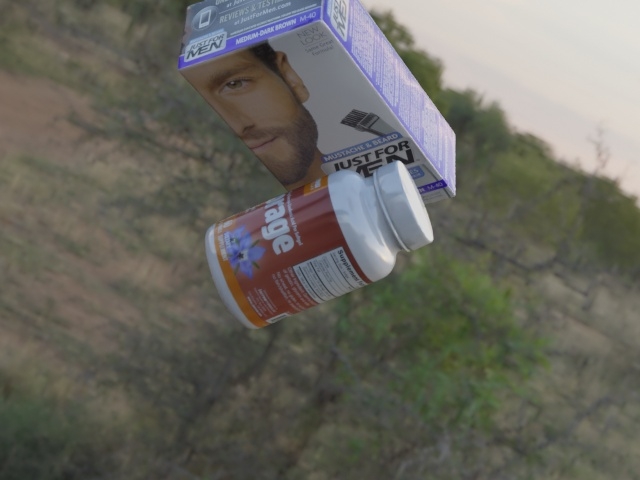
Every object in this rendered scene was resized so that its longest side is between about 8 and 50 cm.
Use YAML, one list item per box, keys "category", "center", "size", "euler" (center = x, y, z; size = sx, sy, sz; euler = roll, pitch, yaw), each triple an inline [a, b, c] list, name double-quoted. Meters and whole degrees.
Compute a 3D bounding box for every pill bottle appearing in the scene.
- category: "pill bottle"
  center: [0.000, 0.000, 1.434]
  size: [0.121, 0.216, 0.121]
  euler: [61, 14, -26]

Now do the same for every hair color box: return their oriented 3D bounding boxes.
- category: "hair color box"
  center: [0.006, -0.157, 1.605]
  size: [0.185, 0.110, 0.339]
  euler: [-16, -41, 25]
